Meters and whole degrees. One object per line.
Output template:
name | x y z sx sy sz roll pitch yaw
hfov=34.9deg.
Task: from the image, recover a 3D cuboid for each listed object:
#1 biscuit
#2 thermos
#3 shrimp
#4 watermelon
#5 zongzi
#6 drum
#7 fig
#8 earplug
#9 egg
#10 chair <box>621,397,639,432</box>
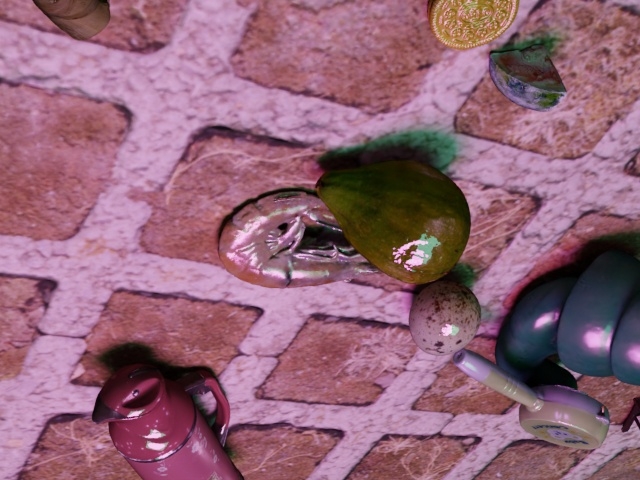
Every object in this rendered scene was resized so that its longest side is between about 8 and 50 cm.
biscuit | 0.137 -0.210 0.917 0.084 0.023 0.084 -9 140 -8
thermos | -0.175 0.254 1.283 0.136 0.109 0.330 -18 141 1
shrimp | 0.000 0.000 1.103 0.223 0.047 0.126 0 128 -18
watermelon | 0.207 -0.161 0.994 0.085 0.085 0.061 26 95 -40
zongzi | -0.186 -0.175 0.768 0.052 0.113 0.104 -28 141 2
drum | 0.260 0.204 1.322 0.253 0.049 0.130 25 158 -14
fig | 0.070 -0.030 1.036 0.156 0.123 0.123 24 126 -26
earplug | 0.350 0.134 1.291 0.164 0.280 0.257 -16 112 -39
egg | 0.149 0.096 1.234 0.085 0.085 0.110 -5 147 -14
chair | 0.554 0.260 1.579 0.101 0.084 0.212 -11 141 -13
